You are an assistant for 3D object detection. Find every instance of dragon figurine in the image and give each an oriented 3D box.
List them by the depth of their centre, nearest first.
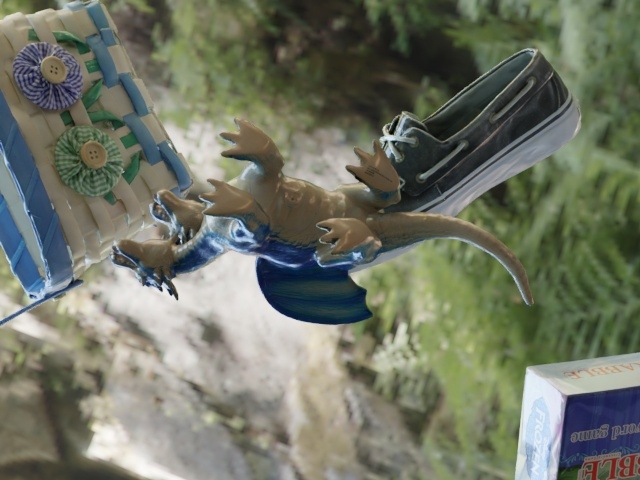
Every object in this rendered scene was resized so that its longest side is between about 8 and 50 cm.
[{"bbox_3d":[0.000,0.000,1.075,0.144,0.289,0.085,84,-162,-63],"label":"dragon figurine"}]

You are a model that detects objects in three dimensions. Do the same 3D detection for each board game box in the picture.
[{"bbox_3d":[0.307,0.243,1.369,0.319,0.066,0.318,-6,-69,-23],"label":"board game box"}]

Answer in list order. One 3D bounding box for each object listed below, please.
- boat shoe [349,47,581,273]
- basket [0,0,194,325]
[{"bbox_3d":[0.114,-0.091,1.743,0.335,0.121,0.119,-34,-65,-2],"label":"boat shoe"},{"bbox_3d":[-0.273,-0.061,1.319,0.289,0.255,0.201,-28,-1,-15],"label":"basket"}]
